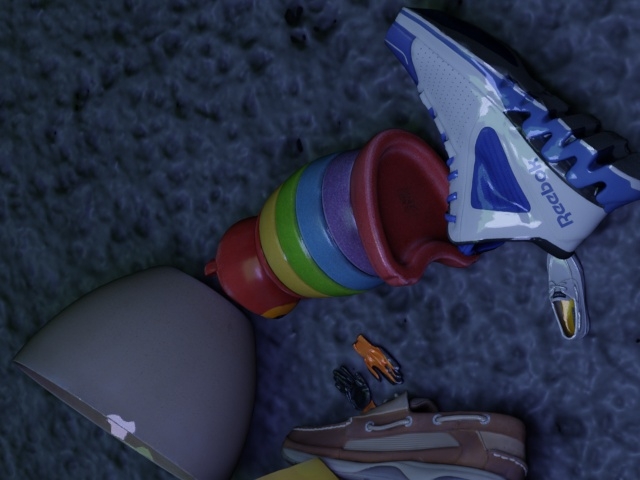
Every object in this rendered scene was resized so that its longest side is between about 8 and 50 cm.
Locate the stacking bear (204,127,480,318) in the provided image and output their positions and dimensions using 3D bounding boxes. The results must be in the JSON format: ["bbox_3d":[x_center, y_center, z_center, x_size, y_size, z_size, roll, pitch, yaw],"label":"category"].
[{"bbox_3d":[0.000,0.000,1.543,0.289,0.175,0.164,-23,84,40],"label":"stacking bear"}]

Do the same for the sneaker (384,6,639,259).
[{"bbox_3d":[0.164,-0.088,1.435,0.315,0.127,0.182,43,114,20],"label":"sneaker"}]

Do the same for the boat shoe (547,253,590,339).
[{"bbox_3d":[0.250,0.054,1.449,0.035,0.035,0.100,-10,90,34],"label":"boat shoe"}]

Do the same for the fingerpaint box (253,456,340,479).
[{"bbox_3d":[0.036,0.511,1.440,0.445,0.163,0.371,42,133,38],"label":"fingerpaint box"}]

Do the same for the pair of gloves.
[{"bbox_3d":[0.053,0.155,1.604,0.074,0.010,0.083,44,119,20],"label":"pair of gloves"}]

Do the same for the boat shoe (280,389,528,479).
[{"bbox_3d":[0.095,0.228,1.538,0.324,0.123,0.116,1,62,42],"label":"boat shoe"}]

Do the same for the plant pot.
[{"bbox_3d":[-0.182,0.142,1.633,0.284,0.284,0.191,27,75,28],"label":"plant pot"}]
